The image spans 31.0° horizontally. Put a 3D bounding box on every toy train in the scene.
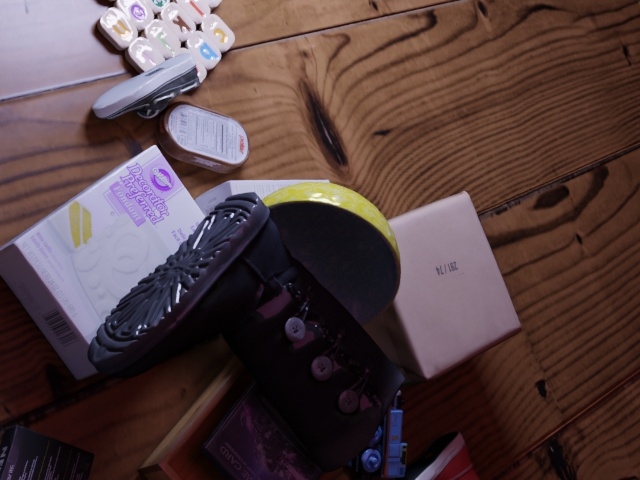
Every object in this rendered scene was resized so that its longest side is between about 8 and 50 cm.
[{"bbox_3d":[0.103,0.344,2.086,0.105,0.080,0.184,5,87,-34],"label":"toy train"}]

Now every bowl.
[{"bbox_3d":[0.000,0.000,1.948,0.289,0.289,0.156,41,36,-22],"label":"bowl"}]

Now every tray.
[{"bbox_3d":[-0.109,0.309,1.942,0.203,0.076,0.411,51,47,-13],"label":"tray"}]

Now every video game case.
[{"bbox_3d":[-0.060,0.316,1.914,0.196,0.026,0.274,51,49,-14],"label":"video game case"}]

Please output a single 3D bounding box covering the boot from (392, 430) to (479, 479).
[{"bbox_3d":[0.227,0.488,2.157,0.244,0.088,0.176,-29,95,-47],"label":"boot"}]

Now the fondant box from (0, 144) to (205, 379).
[{"bbox_3d":[-0.325,0.029,1.849,0.238,0.096,0.330,56,46,-10],"label":"fondant box"}]

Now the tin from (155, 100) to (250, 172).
[{"bbox_3d":[-0.208,-0.185,2.076,0.190,0.040,0.106,15,68,-36],"label":"tin"}]

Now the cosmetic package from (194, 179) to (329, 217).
[{"bbox_3d":[-0.096,-0.056,2.067,0.231,0.117,0.085,-5,78,-43],"label":"cosmetic package"}]

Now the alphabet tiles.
[{"bbox_3d":[-0.288,-0.423,2.109,0.278,0.021,0.284,46,49,-17],"label":"alphabet tiles"}]

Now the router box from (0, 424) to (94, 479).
[{"bbox_3d":[-0.414,0.373,1.669,0.133,0.046,0.179,29,56,-29],"label":"router box"}]

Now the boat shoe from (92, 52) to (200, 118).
[{"bbox_3d":[-0.294,-0.251,1.996,0.219,0.078,0.070,-34,120,-33],"label":"boat shoe"}]

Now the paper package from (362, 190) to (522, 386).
[{"bbox_3d":[0.194,0.100,2.222,0.325,0.168,0.309,-20,87,-44],"label":"paper package"}]

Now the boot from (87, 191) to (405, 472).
[{"bbox_3d":[-0.100,0.205,1.821,0.367,0.146,0.445,-46,120,-19],"label":"boot"}]
